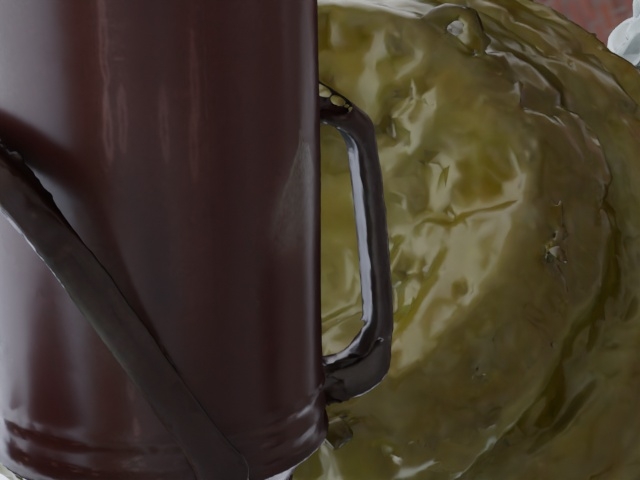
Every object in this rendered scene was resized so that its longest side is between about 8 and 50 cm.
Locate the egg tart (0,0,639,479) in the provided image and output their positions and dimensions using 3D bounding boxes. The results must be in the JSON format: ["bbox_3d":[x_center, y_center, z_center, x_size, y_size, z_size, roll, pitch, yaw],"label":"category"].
[{"bbox_3d":[0.000,0.000,0.680,0.290,0.115,0.290,-2,-113,5],"label":"egg tart"}]

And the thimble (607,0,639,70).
[{"bbox_3d":[0.086,-0.102,0.860,0.185,0.211,0.149,48,-163,-19],"label":"thimble"}]

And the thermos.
[{"bbox_3d":[-0.039,-0.004,0.489,0.124,0.099,0.232,-10,-72,-24],"label":"thermos"}]
